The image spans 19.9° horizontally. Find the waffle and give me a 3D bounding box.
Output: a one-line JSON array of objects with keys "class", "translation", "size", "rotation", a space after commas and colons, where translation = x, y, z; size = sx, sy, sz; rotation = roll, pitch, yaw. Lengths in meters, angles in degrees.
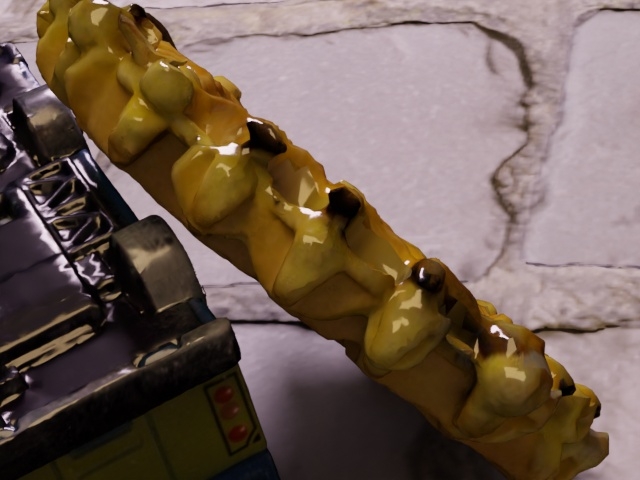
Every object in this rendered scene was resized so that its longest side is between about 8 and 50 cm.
[{"class": "waffle", "translation": [-0.007, -0.006, 0.808], "size": [0.062, 0.329, 0.329], "rotation": [-51, 43, 2]}]

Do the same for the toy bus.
[{"class": "toy bus", "translation": [-0.133, 0.046, 0.834], "size": [0.138, 0.175, 0.288], "rotation": [-27, 39, -12]}]
